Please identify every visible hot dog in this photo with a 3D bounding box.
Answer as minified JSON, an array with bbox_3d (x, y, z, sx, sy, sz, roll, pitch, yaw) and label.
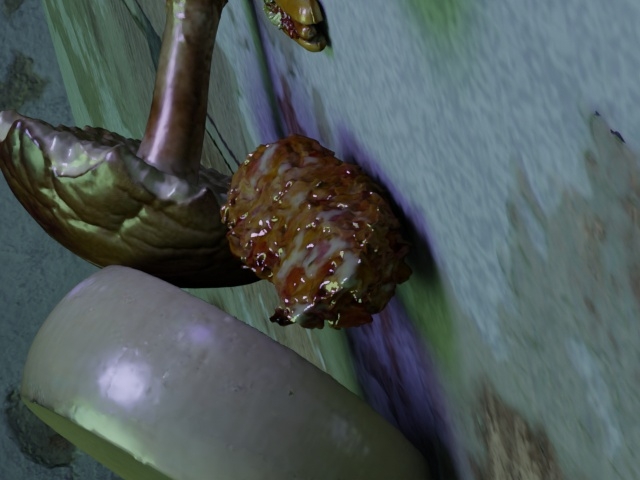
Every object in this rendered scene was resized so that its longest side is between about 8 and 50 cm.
[{"bbox_3d":[-0.018,-0.134,0.929,0.083,0.021,0.037,-129,24,-57],"label":"hot dog"}]

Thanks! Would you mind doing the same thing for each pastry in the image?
[{"bbox_3d":[0.002,-0.002,0.899,0.063,0.087,0.169,39,-170,-34],"label":"pastry"}]

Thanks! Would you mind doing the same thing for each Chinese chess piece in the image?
[{"bbox_3d":[-0.059,0.121,1.009,0.273,0.102,0.273,30,165,9],"label":"Chinese chess piece"}]

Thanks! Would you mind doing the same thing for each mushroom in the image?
[{"bbox_3d":[-0.100,-0.103,1.047,0.233,0.208,0.302,17,124,25],"label":"mushroom"}]
